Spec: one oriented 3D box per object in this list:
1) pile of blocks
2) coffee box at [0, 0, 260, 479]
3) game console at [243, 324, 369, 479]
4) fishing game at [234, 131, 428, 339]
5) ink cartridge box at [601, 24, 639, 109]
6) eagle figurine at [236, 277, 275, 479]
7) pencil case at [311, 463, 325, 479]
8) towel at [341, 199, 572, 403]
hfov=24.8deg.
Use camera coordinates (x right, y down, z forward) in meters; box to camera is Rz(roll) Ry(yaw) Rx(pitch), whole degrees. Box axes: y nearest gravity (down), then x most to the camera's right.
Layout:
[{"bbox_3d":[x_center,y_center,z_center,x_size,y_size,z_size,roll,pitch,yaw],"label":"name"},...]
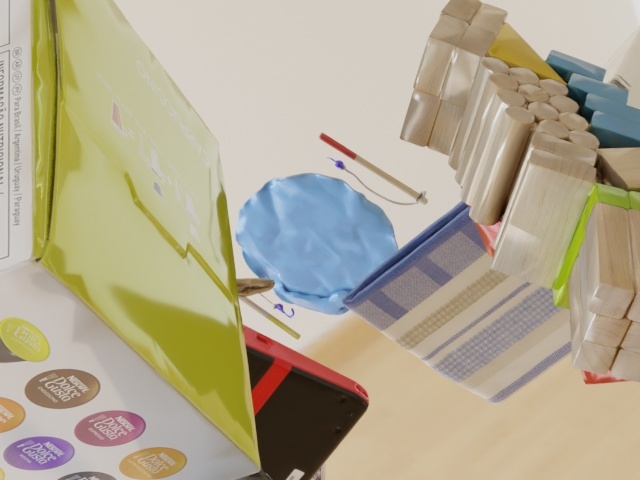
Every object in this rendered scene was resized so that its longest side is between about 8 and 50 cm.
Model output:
[{"bbox_3d":[0.163,-0.023,0.946,0.148,0.113,0.362,-1,39,-22],"label":"pile of blocks"},{"bbox_3d":[-0.273,0.012,1.118,0.334,0.338,0.338,-19,53,13],"label":"coffee box"},{"bbox_3d":[-0.169,0.280,1.916,0.386,0.342,0.060,-52,34,16],"label":"game console"},{"bbox_3d":[0.000,0.000,1.604,0.264,0.189,0.041,-53,10,36],"label":"fishing game"},{"bbox_3d":[0.277,-0.067,1.196,0.203,0.148,0.086,-57,1,-40],"label":"ink cartridge box"},{"bbox_3d":[-0.168,0.176,1.359,0.225,0.298,0.226,-11,15,-44],"label":"eagle figurine"},{"bbox_3d":[-0.183,0.301,2.068,0.160,0.410,0.183,-62,10,-3],"label":"pencil case"},{"bbox_3d":[0.176,0.053,1.437,0.209,0.285,0.034,-40,46,16],"label":"towel"}]
